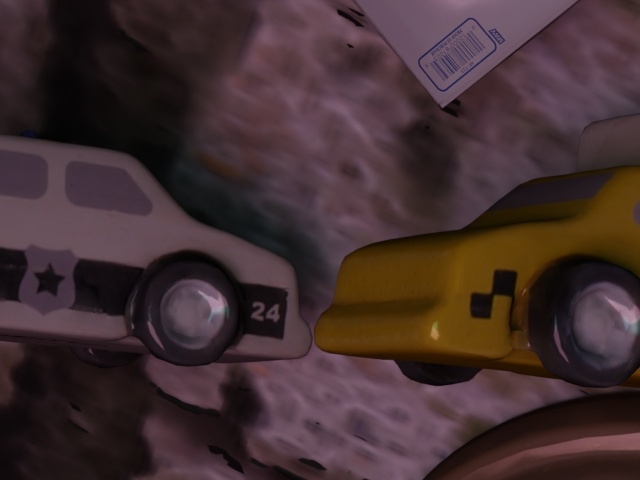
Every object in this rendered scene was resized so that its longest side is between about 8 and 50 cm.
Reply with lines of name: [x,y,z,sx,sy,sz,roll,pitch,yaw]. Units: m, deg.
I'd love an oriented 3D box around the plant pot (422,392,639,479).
plant pot: [0.109,0.181,0.670,0.237,0.110,0.237,5,109,16]

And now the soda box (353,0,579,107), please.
soda box: [0.102,-0.134,0.591,0.216,0.074,0.069,-38,93,24]

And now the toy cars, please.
toy cars: [0.000,0.000,0.628,0.393,0.176,0.087,3,83,17]
